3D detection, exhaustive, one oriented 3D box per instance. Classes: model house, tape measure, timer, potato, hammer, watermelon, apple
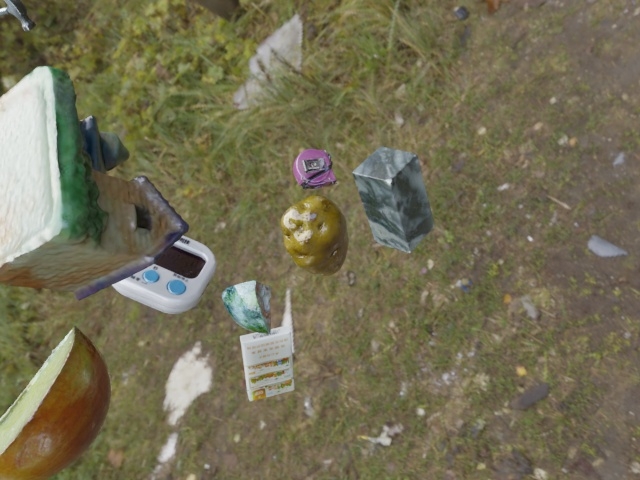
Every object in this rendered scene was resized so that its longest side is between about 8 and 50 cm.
[{"bbox_3d":[-0.374,-0.076,1.083,0.245,0.280,0.312,-27,65,28],"label":"model house"},{"bbox_3d":[-0.018,-0.213,1.995,0.074,0.125,0.118,137,116,-70],"label":"tape measure"},{"bbox_3d":[-0.423,0.078,1.805,0.237,0.261,0.087,-67,0,-49],"label":"timer"},{"bbox_3d":[0.000,0.000,2.026,0.176,0.369,0.196,-5,66,14],"label":"potato"},{"bbox_3d":[-0.736,-0.498,1.477,0.246,0.103,0.029,3,46,32],"label":"hammer"},{"bbox_3d":[-0.092,0.078,0.885,0.061,0.085,0.085,-32,27,-34],"label":"watermelon"},{"bbox_3d":[-0.561,0.366,1.403,0.179,0.254,0.346,34,80,11],"label":"apple"}]

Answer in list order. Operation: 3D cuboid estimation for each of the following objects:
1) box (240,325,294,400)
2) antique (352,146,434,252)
[{"bbox_3d":[-0.127,0.302,1.634,0.122,0.221,0.032,-12,42,-13],"label":"box"},{"bbox_3d":[0.137,-0.067,1.216,0.088,0.183,0.086,20,54,40],"label":"antique"}]
